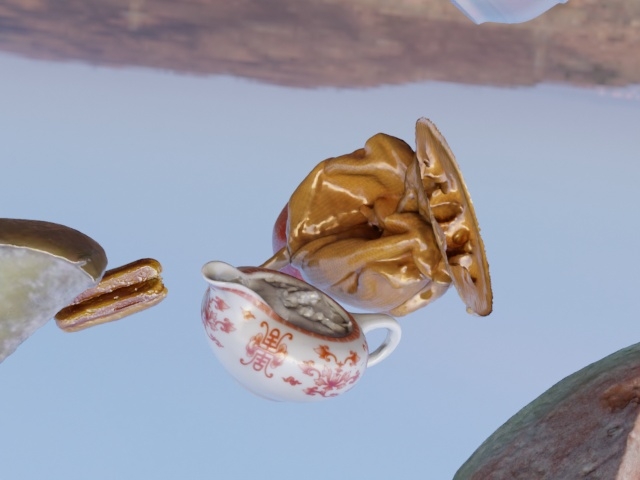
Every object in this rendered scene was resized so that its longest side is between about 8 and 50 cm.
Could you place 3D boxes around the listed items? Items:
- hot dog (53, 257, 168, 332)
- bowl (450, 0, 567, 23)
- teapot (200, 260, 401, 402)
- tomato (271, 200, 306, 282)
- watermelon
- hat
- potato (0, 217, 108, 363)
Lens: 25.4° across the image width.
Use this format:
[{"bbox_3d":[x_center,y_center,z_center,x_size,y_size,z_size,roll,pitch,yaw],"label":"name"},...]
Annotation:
[{"bbox_3d":[-0.284,0.075,1.891,0.165,0.071,0.045,-19,163,8],"label":"hot dog"},{"bbox_3d":[0.200,-0.387,1.862,0.287,0.144,0.287,42,-172,-7],"label":"bowl"},{"bbox_3d":[-0.024,0.086,1.309,0.246,0.116,0.159,6,-163,-45],"label":"teapot"},{"bbox_3d":[0.000,0.000,2.297,0.187,0.187,0.151,8,149,15],"label":"tomato"},{"bbox_3d":[0.196,0.187,0.909,0.207,0.136,0.202,48,-131,10],"label":"watermelon"},{"bbox_3d":[0.035,0.013,1.461,0.233,0.233,0.244,-17,-136,16],"label":"hat"},{"bbox_3d":[-0.387,0.017,1.576,0.189,0.264,0.211,44,-160,-22],"label":"potato"}]
